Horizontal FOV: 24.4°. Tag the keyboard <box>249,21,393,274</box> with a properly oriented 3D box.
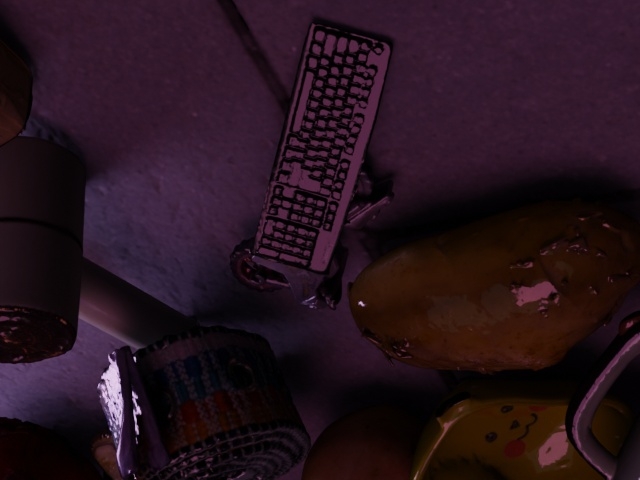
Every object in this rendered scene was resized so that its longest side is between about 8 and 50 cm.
[{"bbox_3d":[0.002,-0.080,1.376,0.087,0.017,0.250,16,119,-1],"label":"keyboard"}]

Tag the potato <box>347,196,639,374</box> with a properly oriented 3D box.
[{"bbox_3d":[0.176,0.049,1.423,0.300,0.140,0.173,-18,133,26],"label":"potato"}]

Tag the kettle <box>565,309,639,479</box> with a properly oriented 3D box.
[{"bbox_3d":[0.365,0.193,1.469,0.240,0.165,0.255,19,119,3],"label":"kettle"}]

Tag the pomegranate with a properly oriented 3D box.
[{"bbox_3d":[0.069,0.283,1.675,0.191,0.191,0.191,9,138,8],"label":"pomegranate"}]

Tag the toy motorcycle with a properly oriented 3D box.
[{"bbox_3d":[0.000,0.000,1.476,0.122,0.080,0.215,30,132,-15],"label":"toy motorcycle"}]

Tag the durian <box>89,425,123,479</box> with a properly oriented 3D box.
[{"bbox_3d":[-0.200,0.253,1.797,0.148,0.091,0.188,17,152,29],"label":"durian"}]

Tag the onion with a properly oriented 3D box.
[{"bbox_3d":[-0.384,0.352,1.844,0.276,0.276,0.276,9,138,8],"label":"onion"}]

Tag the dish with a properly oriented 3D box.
[{"bbox_3d":[0.199,0.219,1.585,0.262,0.108,0.221,10,118,-23],"label":"dish"}]

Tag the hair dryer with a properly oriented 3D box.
[{"bbox_3d":[-0.234,0.056,1.557,0.128,0.203,0.362,-20,146,28],"label":"hair dryer"}]

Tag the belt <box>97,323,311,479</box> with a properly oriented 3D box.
[{"bbox_3d":[-0.121,0.207,1.592,0.207,0.160,0.295,-19,160,-6],"label":"belt"}]

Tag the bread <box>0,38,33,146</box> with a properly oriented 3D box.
[{"bbox_3d":[-0.400,-0.154,1.401,0.224,0.142,0.212,-24,139,35],"label":"bread"}]
